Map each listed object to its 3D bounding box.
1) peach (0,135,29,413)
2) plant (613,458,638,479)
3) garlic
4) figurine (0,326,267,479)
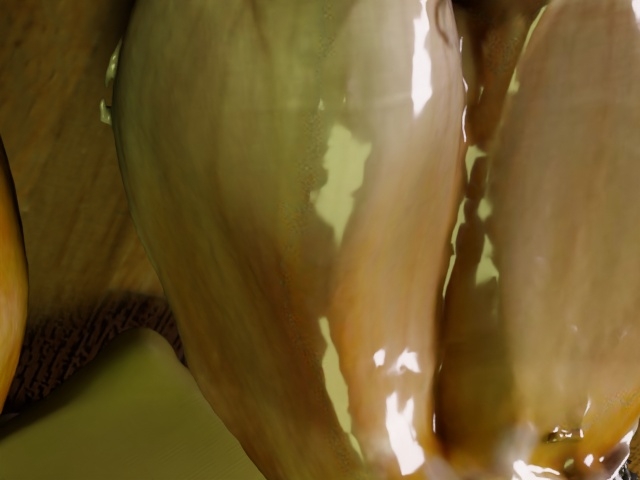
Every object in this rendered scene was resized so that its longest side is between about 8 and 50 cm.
[{"bbox_3d":[-0.254,0.027,0.573,0.308,0.332,0.308,-14,136,-13],"label":"peach"},{"bbox_3d":[0.132,0.140,0.959,0.143,0.092,0.094,16,124,-17],"label":"plant"},{"bbox_3d":[0.045,-0.019,0.678,0.286,0.249,0.313,-4,104,7],"label":"garlic"},{"bbox_3d":[-0.113,0.292,0.899,0.266,0.361,0.377,-25,160,-23],"label":"figurine"}]
